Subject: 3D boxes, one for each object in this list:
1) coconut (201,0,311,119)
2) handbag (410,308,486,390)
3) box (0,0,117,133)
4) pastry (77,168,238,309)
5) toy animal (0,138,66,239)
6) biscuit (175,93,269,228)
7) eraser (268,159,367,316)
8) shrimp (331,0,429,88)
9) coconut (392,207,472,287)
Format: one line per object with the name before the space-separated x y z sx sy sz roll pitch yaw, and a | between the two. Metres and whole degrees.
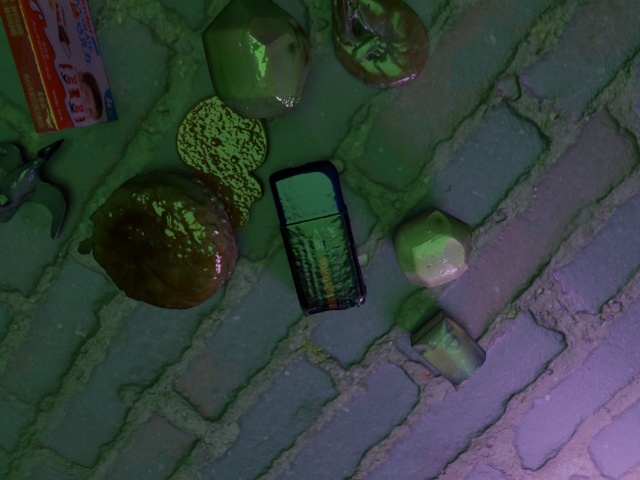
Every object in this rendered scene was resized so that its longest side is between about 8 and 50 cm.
coconut | -0.116 -0.350 0.964 0.204 0.236 0.236 8 111 35
handbag | 0.308 0.260 1.207 0.173 0.095 0.117 45 109 -3
box | -0.477 -0.345 0.944 0.048 0.265 0.273 -9 108 2
pastry | -0.333 -0.003 1.091 0.329 0.136 0.330 5 114 12
toy animal | -0.643 -0.119 1.118 0.239 0.176 0.255 50 136 -9
biscuit | -0.207 -0.167 1.107 0.202 0.044 0.289 -3 108 4
eraser | 0.000 0.000 1.123 0.155 0.101 0.332 -12 107 4
shrimp | 0.074 -0.426 1.006 0.317 0.077 0.168 34 108 -12
coconut | 0.246 0.014 1.096 0.162 0.161 0.161 -20 106 17
